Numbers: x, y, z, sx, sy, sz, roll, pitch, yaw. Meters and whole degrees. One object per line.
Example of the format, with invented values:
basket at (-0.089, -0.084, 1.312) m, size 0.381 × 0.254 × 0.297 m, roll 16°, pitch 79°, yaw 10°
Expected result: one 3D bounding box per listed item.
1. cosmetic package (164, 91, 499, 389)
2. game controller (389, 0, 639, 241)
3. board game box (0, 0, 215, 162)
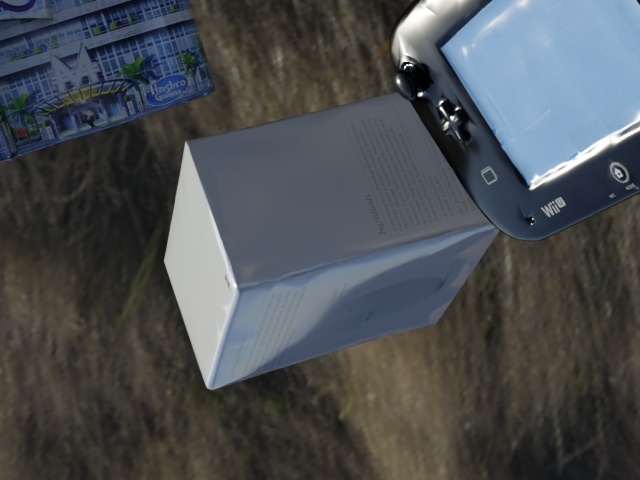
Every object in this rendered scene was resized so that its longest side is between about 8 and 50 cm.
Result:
cosmetic package at (0.000, 0.000, 1.116) m, size 0.224 × 0.138 × 0.224 m, roll -16°, pitch 159°, yaw -18°
game controller at (0.136, -0.100, 0.729) m, size 0.167 × 0.067 × 0.319 m, roll 66°, pitch 158°, yaw 5°
board game box at (-0.172, -0.132, 0.623) m, size 0.194 × 0.060 × 0.194 m, roll -17°, pitch 101°, yaw 6°
